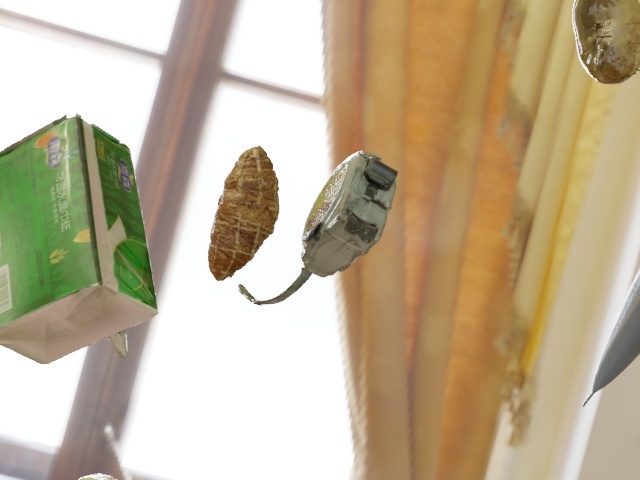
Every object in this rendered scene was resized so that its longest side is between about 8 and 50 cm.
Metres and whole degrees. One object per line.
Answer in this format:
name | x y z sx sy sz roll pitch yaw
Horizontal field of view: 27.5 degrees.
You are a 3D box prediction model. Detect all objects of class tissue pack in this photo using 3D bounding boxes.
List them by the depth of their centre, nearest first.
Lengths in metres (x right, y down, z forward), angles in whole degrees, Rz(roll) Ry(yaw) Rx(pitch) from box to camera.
tissue pack | -0.251 0.008 1.353 0.148 0.209 0.156 -27 -34 20

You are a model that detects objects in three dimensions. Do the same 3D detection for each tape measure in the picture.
tape measure | 0.000 0.001 1.650 0.084 0.164 0.330 35 -31 -9

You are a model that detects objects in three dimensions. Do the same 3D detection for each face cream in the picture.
face cream | 0.465 0.060 1.774 0.086 0.385 0.135 33 31 12

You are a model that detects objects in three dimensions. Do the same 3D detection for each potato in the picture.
potato | 0.364 -0.261 1.643 0.091 0.138 0.070 -17 -20 41

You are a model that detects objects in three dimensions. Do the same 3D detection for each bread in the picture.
bread | -0.118 -0.040 2.117 0.105 0.233 0.076 19 -1 -31

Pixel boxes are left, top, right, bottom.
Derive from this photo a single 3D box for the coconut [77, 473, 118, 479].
coconut | -0.302 0.399 1.720 0.147 0.153 0.147 22 -41 21
